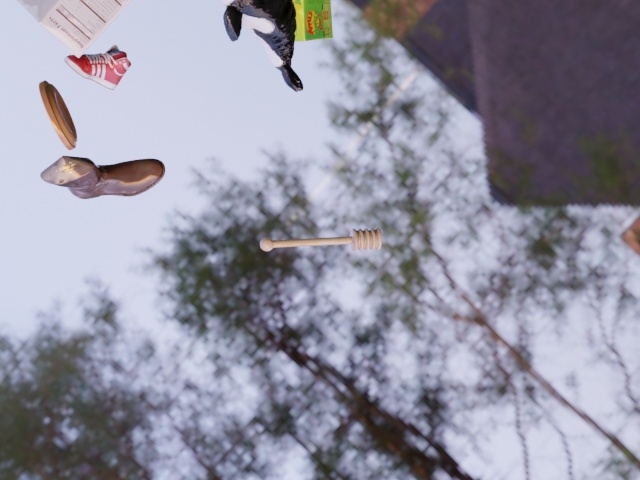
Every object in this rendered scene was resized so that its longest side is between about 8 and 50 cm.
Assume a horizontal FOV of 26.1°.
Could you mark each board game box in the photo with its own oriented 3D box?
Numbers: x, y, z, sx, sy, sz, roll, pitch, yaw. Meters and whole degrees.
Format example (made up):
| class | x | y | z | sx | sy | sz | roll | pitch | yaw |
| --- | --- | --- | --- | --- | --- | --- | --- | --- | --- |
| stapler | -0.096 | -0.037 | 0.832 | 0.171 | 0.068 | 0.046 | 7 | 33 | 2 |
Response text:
| class | x | y | z | sx | sy | sz | roll | pitch | yaw |
| --- | --- | --- | --- | --- | --- | --- | --- | --- | --- |
| board game box | -0.024 | -0.438 | 2.399 | 0.043 | 0.181 | 0.092 | 3 | -168 | 33 |

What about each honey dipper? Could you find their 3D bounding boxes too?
| class | x | y | z | sx | sy | sz | roll | pitch | yaw |
| --- | --- | --- | --- | --- | --- | --- | --- | --- | --- |
| honey dipper | 0.000 | 0.000 | 1.810 | 0.160 | 0.030 | 0.030 | -1 | -151 | -13 |

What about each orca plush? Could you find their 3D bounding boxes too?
| class | x | y | z | sx | sy | sz | roll | pitch | yaw |
| --- | --- | --- | --- | --- | --- | --- | --- | --- | --- |
| orca plush | -0.062 | -0.323 | 1.912 | 0.151 | 0.102 | 0.287 | -70 | -31 | -42 |

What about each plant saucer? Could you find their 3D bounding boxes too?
| class | x | y | z | sx | sy | sz | roll | pitch | yaw |
| --- | --- | --- | --- | --- | --- | --- | --- | --- | --- |
| plant saucer | -0.294 | -0.142 | 1.559 | 0.083 | 0.013 | 0.083 | -23 | -90 | -88 |

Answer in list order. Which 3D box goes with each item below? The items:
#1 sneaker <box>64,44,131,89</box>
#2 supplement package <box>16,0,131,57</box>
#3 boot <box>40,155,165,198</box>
| class | x | y | z | sx | sy | sz | roll | pitch | yaw |
| --- | --- | --- | --- | --- | --- | --- | --- | --- | --- |
| sneaker | -0.354 | -0.289 | 2.220 | 0.042 | 0.067 | 0.118 | 51 | -163 | 31 |
| supplement package | -0.371 | -0.398 | 2.161 | 0.105 | 0.179 | 0.105 | 44 | -178 | 40 |
| boot | -0.219 | -0.070 | 1.403 | 0.114 | 0.106 | 0.037 | 54 | -161 | -78 |
